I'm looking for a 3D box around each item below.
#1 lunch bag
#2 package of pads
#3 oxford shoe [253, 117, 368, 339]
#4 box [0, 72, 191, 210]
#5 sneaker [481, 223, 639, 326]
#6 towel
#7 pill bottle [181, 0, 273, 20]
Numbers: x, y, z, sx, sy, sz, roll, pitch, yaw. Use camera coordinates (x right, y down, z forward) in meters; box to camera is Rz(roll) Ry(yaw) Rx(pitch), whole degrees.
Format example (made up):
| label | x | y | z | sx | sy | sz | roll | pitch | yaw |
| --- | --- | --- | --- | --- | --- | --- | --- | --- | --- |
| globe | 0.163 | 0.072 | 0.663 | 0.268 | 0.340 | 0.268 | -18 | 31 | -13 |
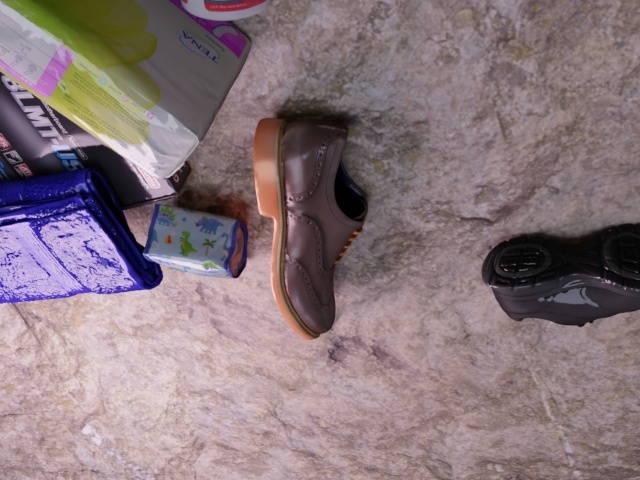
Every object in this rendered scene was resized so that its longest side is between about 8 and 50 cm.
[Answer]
| label | x | y | z | sx | sy | sz | roll | pitch | yaw |
| --- | --- | --- | --- | --- | --- | --- | --- | --- | --- |
| lunch bag | -0.175 | 0.007 | 1.234 | 0.129 | 0.096 | 0.151 | 12 | 167 | 4 |
| package of pads | -0.238 | -0.230 | 0.950 | 0.297 | 0.229 | 0.101 | 35 | 131 | -16 |
| oxford shoe | 0.000 | 0.000 | 1.160 | 0.133 | 0.130 | 0.363 | -1 | 131 | 10 |
| box | -0.374 | -0.160 | 1.165 | 0.294 | 0.073 | 0.295 | -10 | 128 | 25 |
| sneaker | 0.367 | 0.057 | 1.128 | 0.286 | 0.109 | 0.130 | 0 | 141 | 26 |
| towel | -0.411 | 0.010 | 1.236 | 0.308 | 0.076 | 0.227 | -6 | 132 | 22 |
| pill bottle | -0.106 | -0.338 | 0.897 | 0.108 | 0.108 | 0.180 | 8 | 133 | 10 |
